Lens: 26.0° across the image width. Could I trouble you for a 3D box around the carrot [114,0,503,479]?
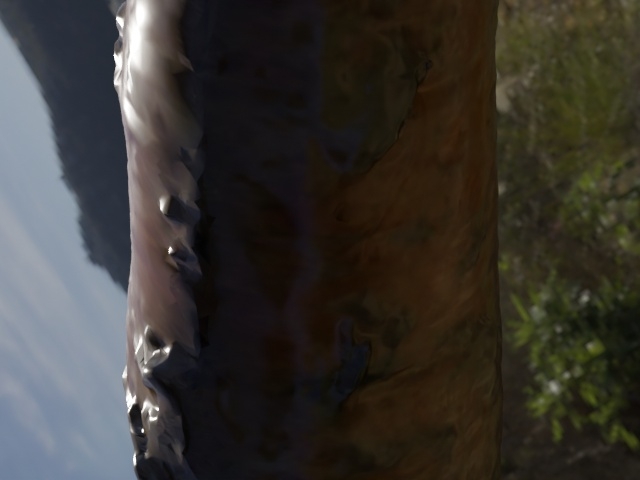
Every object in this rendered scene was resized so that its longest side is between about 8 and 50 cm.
[{"bbox_3d":[0.000,0.000,0.446,0.139,0.138,0.302,-124,31,-51],"label":"carrot"}]
